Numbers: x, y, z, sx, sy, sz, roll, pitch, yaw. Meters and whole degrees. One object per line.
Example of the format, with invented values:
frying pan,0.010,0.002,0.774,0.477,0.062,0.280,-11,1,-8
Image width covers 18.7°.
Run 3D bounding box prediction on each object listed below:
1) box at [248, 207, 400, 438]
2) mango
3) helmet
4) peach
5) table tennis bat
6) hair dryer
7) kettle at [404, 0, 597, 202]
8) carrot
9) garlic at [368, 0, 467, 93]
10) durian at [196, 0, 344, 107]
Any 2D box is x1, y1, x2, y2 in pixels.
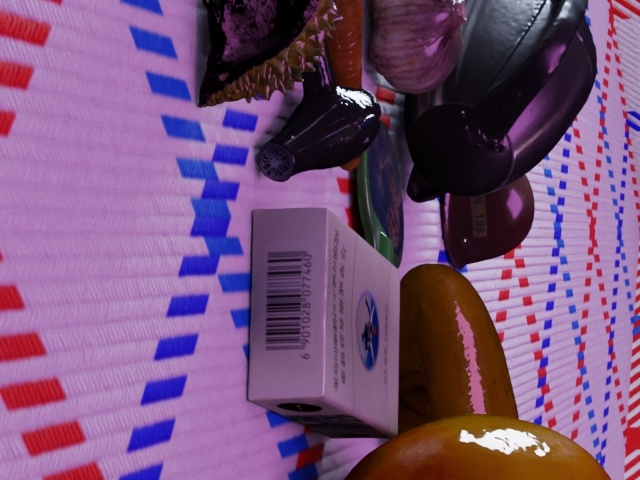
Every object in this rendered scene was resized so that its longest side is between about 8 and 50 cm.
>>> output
box,0.007,0.078,1.709,0.256,0.069,0.164,39,50,-69
mango,0.135,0.150,2.067,0.167,0.130,0.262,-24,105,-69
helmet,0.213,-0.055,2.429,0.155,0.106,0.175,-12,95,-75
peach,0.131,0.289,1.769,0.308,0.289,0.289,-117,-165,-62
table tennis bat,0.059,-0.013,1.983,0.160,0.039,0.257,65,24,-50
hair dryer,-0.020,-0.165,1.697,0.195,0.075,0.219,-33,110,-62
kettle,0.201,-0.153,2.165,0.207,0.251,0.271,65,34,-27
carrot,0.018,-0.157,1.820,0.061,0.061,0.209,-66,154,-59
garlic,0.105,-0.234,2.053,0.147,0.102,0.159,70,24,-52
durian,-0.026,-0.186,1.530,0.108,0.119,0.186,35,53,-66
